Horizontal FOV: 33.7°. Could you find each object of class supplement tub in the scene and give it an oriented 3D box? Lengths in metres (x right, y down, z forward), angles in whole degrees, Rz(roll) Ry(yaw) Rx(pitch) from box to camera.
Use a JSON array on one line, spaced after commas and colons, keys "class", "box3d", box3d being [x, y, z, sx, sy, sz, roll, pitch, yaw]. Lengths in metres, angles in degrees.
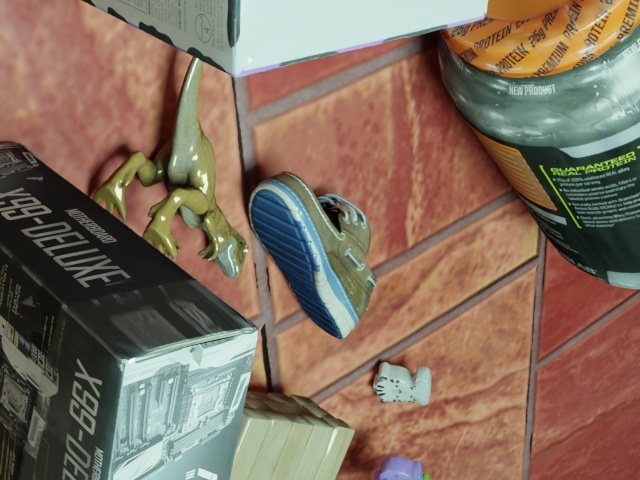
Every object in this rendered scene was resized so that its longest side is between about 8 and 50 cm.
[{"class": "supplement tub", "box3d": [0.223, -0.117, 0.826, 0.207, 0.207, 0.338, -53, 140, -6]}]

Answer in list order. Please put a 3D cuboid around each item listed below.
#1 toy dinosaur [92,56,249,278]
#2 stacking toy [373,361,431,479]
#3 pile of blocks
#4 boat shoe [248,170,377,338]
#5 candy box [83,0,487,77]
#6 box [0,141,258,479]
[{"class": "toy dinosaur", "box3d": [-0.089, -0.053, 0.683, 0.112, 0.064, 0.211, -49, 152, -38]}, {"class": "stacking toy", "box3d": [0.067, 0.240, 0.951, 0.167, 0.052, 0.221, -76, 165, -46]}, {"class": "pile of blocks", "box3d": [-0.068, 0.275, 0.864, 0.149, 0.113, 0.362, -12, 114, -32]}, {"class": "boat shoe", "box3d": [0.000, 0.000, 0.794, 0.066, 0.066, 0.183, -48, 149, -18]}, {"class": "candy box", "box3d": [-0.036, -0.159, 0.549, 0.165, 0.196, 0.070, -20, 126, -35]}, {"class": "box", "box3d": [-0.157, 0.130, 0.577, 0.076, 0.242, 0.307, -9, 119, -41]}]
